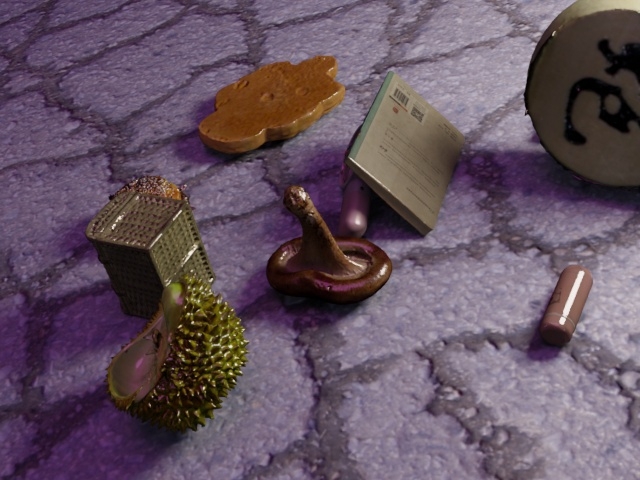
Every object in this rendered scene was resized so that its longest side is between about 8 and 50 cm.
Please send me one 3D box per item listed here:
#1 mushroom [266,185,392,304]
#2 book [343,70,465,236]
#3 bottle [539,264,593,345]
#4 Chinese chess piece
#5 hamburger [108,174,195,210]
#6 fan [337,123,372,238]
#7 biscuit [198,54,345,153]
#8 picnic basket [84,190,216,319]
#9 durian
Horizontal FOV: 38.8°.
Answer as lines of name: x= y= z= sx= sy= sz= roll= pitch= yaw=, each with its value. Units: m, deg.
mushroom: x=0.000 y=0.000 z=1.520 sx=0.226 sy=0.218 sz=0.148 roll=2 pitch=44 yaw=16
book: x=0.165 y=-0.171 z=1.695 sx=0.025 sy=0.215 sz=0.283 roll=-35 pitch=20 yaw=45
bottle: x=0.388 y=0.102 z=1.436 sx=0.053 sy=0.053 sz=0.140 roll=12 pitch=49 yaw=25
Chinese chess piece: x=0.527 y=-0.259 z=1.561 sx=0.349 sy=0.350 sz=0.146 roll=13 pitch=35 yaw=26
hamburger: x=-0.341 y=-0.057 z=1.760 sx=0.189 sy=0.093 sz=0.164 roll=-21 pitch=44 yaw=-6
fan: x=0.071 y=-0.106 z=1.695 sx=0.074 sy=0.130 sz=0.244 roll=19 pitch=56 yaw=-12
biscuit: x=-0.101 y=-0.301 z=1.985 sx=0.376 sy=0.051 sz=0.269 roll=-39 pitch=46 yaw=-26
picnic basket: x=-0.299 y=0.029 z=1.583 sx=0.154 sy=0.196 sz=0.134 roll=12 pitch=49 yaw=26
durian: x=-0.211 y=0.184 z=1.400 sx=0.237 sy=0.176 sz=0.200 roll=-60 pitch=14 yaw=-23
